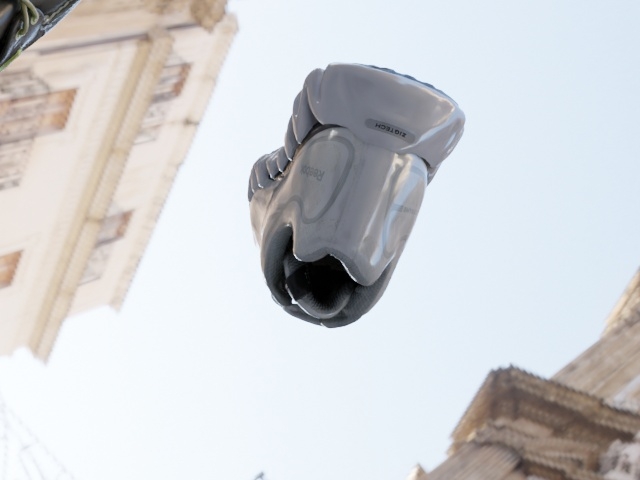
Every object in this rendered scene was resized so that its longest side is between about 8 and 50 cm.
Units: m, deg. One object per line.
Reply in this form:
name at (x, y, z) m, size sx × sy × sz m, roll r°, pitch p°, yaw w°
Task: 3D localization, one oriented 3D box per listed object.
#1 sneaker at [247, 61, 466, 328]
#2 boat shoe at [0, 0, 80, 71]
sneaker at (0.000, 0.000, 0.707) m, size 0.110 × 0.118 × 0.292 m, roll 16°, pitch -18°, yaw -2°
boat shoe at (-0.297, -0.191, 0.991) m, size 0.091 × 0.305 × 0.109 m, roll 33°, pitch -27°, yaw 49°
